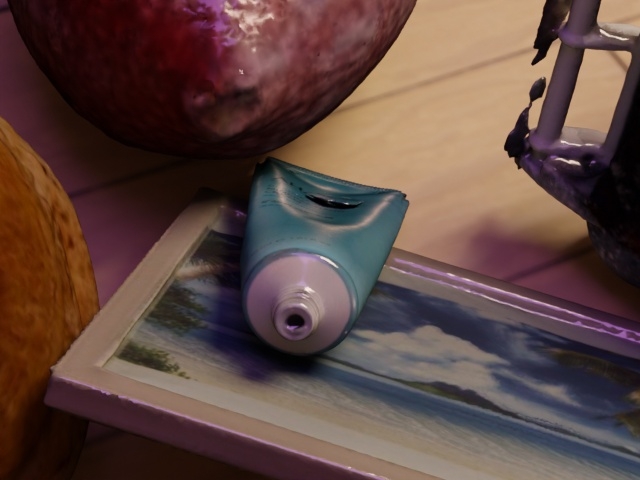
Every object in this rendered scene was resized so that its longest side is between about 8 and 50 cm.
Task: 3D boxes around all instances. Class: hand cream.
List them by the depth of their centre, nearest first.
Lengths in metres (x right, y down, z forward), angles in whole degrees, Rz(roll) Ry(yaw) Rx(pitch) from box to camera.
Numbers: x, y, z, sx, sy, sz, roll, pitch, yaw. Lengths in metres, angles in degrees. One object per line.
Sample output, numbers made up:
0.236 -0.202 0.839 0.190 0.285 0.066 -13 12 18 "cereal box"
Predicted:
0.000 0.000 0.791 0.083 0.048 0.224 14 18 -1 "hand cream"

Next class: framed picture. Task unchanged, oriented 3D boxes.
0.061 0.065 0.754 0.315 0.024 0.232 16 23 5 "framed picture"

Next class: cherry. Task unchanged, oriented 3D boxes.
-0.056 -0.159 0.870 0.230 0.203 0.300 6 51 -8 "cherry"

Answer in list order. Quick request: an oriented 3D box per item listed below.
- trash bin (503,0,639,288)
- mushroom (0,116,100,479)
0.308 -0.115 0.871 0.296 0.256 0.367 27 45 20 "trash bin"
-0.241 0.026 0.697 0.283 0.195 0.263 24 71 14 "mushroom"
